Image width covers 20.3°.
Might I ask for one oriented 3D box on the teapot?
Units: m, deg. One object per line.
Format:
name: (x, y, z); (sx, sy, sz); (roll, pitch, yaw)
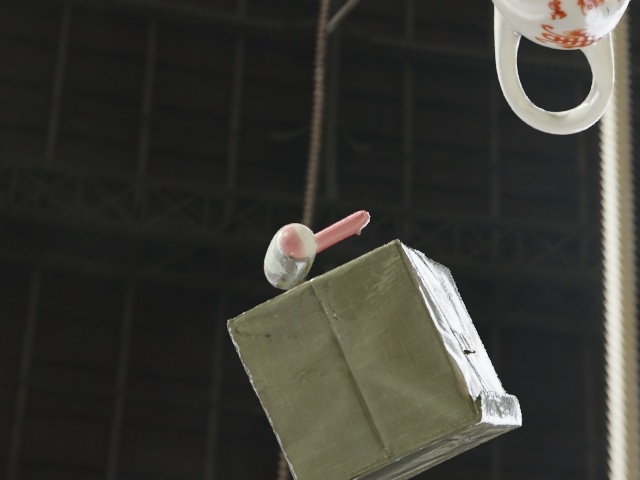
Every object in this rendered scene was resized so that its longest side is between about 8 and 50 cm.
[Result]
teapot: (0.129, -0.171, 0.943); (0.116, 0.245, 0.159); (-5, -147, -9)

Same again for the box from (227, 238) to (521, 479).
box: (0.051, 0.105, 1.391); (0.149, 0.155, 0.231); (65, -169, 11)

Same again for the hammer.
hammer: (0.000, 0.000, 1.206); (0.083, 0.052, 0.031); (-28, -108, -28)
